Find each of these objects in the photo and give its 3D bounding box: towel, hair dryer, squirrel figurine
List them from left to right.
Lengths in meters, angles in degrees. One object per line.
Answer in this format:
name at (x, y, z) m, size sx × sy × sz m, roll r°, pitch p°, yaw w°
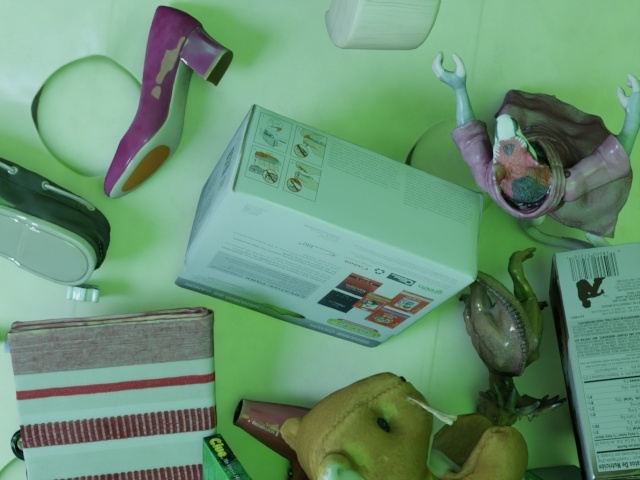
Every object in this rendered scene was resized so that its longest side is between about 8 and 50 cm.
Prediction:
towel at (-0.246, 0.238, 1.127) m, size 0.237 × 0.037 × 0.329 m, roll -3°, pitch 113°, yaw -11°
hair dryer at (-0.025, 0.331, 1.220) m, size 0.223 × 0.080 × 0.294 m, roll -29°, pitch 101°, yaw -12°
squirrel figurine at (0.090, 0.364, 1.095) m, size 0.370 × 0.281 × 0.397 m, roll 41°, pitch 88°, yaw -20°

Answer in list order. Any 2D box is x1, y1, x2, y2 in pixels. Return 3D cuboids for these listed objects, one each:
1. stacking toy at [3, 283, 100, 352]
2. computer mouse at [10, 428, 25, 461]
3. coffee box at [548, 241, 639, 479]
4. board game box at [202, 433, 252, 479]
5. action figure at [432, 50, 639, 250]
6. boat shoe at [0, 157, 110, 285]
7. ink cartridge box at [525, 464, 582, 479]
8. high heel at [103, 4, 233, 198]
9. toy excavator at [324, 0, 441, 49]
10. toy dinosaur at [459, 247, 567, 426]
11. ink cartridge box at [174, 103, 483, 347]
stacking toy at (-0.385, 0.129, 1.125) m, size 0.221 × 0.052 × 0.167 m, roll 8°, pitch 92°, yaw -15°
computer mouse at (-0.271, 0.262, 1.171) m, size 0.242 × 0.041 × 0.071 m, roll -1°, pitch 95°, yaw -14°
coffee box at (0.384, 0.174, 1.200) m, size 0.118 × 0.168 × 0.297 m, roll -8°, pitch 68°, yaw 9°
board game box at (-0.111, 0.384, 1.132) m, size 0.030 × 0.136 × 0.260 m, roll -9°, pitch 117°, yaw -24°
action figure at (0.260, -0.089, 1.144) m, size 0.248 × 0.370 × 0.276 m, roll 15°, pitch 108°, yaw 22°
boat shoe at (-0.411, -0.055, 1.096) m, size 0.335 × 0.095 × 0.112 m, roll 29°, pitch 122°, yaw -11°
ink cartridge box at (0.362, 0.445, 1.294) m, size 0.086 × 0.153 × 0.209 m, roll -3°, pitch 96°, yaw -16°
high heel at (-0.222, -0.175, 1.147) m, size 0.117 × 0.082 × 0.244 m, roll 37°, pitch 98°, yaw 14°
toy excavator at (0.002, -0.406, 0.985) m, size 0.222 × 0.445 × 0.433 m, roll -2°, pitch 94°, yaw -14°
toy dinosaur at (0.252, 0.140, 1.210) m, size 0.127 × 0.296 × 0.200 m, roll -9°, pitch 56°, yaw 10°
ink cartridge box at (0.000, 0.000, 1.154) m, size 0.309 × 0.272 × 0.130 m, roll 20°, pitch 58°, yaw -16°
